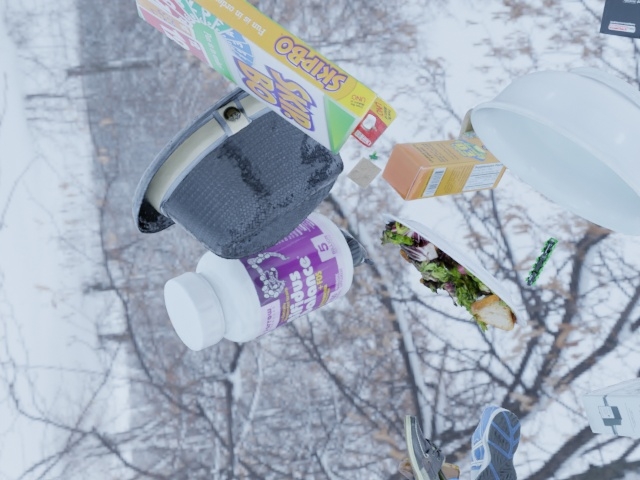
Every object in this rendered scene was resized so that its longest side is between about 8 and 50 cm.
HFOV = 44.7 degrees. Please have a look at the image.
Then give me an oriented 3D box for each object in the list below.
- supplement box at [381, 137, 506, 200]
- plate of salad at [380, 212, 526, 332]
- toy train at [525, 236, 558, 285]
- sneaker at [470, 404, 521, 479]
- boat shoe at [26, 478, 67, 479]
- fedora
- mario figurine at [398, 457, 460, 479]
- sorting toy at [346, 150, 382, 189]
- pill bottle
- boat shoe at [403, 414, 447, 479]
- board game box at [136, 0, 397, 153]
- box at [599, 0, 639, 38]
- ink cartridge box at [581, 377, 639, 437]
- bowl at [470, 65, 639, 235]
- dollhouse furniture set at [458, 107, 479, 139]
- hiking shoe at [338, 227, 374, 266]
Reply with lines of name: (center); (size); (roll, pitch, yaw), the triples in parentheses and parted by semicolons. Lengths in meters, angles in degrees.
supplement box: (0.225, -0.129, 1.374); (0.078, 0.233, 0.080); (49, -48, 34)
plate of salad: (0.140, 0.039, 0.863); (0.048, 0.200, 0.200); (-51, -163, -1)
toy train: (0.324, 0.031, 1.141); (0.017, 0.023, 0.083); (33, -56, 22)
sneaker: (0.318, 0.407, 1.444); (0.081, 0.080, 0.211); (-140, -118, -76)
boat shoe: (-0.340, 0.389, 1.135); (0.094, 0.302, 0.109); (-161, -94, -68)
fedora: (-0.085, -0.082, 1.060); (0.152, 0.334, 0.334); (49, -21, 9)
mario figurine: (0.146, 0.534, 1.326); (0.198, 0.170, 0.321); (52, 44, -61)
sorting toy: (0.102, -0.152, 1.657); (0.062, 0.083, 0.012); (39, -5, 34)
pill bottle: (-0.105, 0.073, 1.332); (0.169, 0.301, 0.169); (35, -44, 41)
boat shoe: (0.156, 0.315, 1.123); (0.056, 0.049, 0.152); (-77, 152, -65)
board game box: (-0.054, -0.163, 0.703); (0.039, 0.259, 0.124); (-58, -177, -11)
box: (0.582, -0.417, 1.286); (0.220, 0.051, 0.175); (29, -57, 48)
ink cartridge box: (0.657, 0.336, 1.578); (0.208, 0.153, 0.087); (146, -69, -73)
bowl: (0.367, -0.143, 1.075); (0.134, 0.298, 0.298); (-53, -164, -2)
dollhouse furniture set: (0.457, -0.246, 1.669); (0.212, 0.242, 0.161); (33, -56, 36)
hiking shoe: (0.000, 0.000, 1.591); (0.227, 0.086, 0.114); (32, 1, 29)
